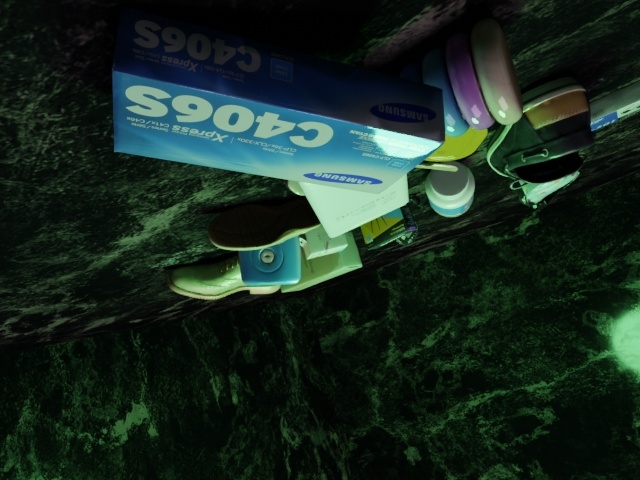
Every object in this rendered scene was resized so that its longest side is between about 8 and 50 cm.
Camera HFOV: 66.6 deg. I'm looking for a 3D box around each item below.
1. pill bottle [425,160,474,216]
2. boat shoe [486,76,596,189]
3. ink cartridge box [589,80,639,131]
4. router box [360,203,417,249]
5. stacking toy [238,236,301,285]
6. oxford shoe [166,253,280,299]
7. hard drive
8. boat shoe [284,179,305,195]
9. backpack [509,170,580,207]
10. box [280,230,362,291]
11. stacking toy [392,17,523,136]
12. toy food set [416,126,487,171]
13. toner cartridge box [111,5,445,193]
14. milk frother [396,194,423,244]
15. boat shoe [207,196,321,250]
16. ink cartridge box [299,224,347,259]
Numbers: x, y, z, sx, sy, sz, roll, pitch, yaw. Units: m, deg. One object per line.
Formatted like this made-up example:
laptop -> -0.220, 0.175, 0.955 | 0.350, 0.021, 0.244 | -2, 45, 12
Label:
pill bottle -> 0.340, -0.136, 1.278 | 0.124, 0.124, 0.221 | -19, 170, 14
boat shoe -> 0.500, -0.201, 1.119 | 0.187, 0.155, 0.500 | -20, 170, 11
ink cartridge box -> 0.686, -0.310, 1.121 | 0.207, 0.046, 0.097 | -23, 167, 31
router box -> 0.186, -0.062, 1.406 | 0.046, 0.133, 0.179 | -9, 167, -36
stacking toy -> -0.118, 0.033, 1.461 | 0.175, 0.165, 0.302 | -3, -177, 10
oxford shoe -> -0.300, 0.094, 1.603 | 0.397, 0.140, 0.146 | -3, 133, -34
hard drive -> 0.080, -0.112, 1.026 | 0.210, 0.040, 0.318 | -25, 158, 3
boat shoe -> -0.031, -0.122, 1.023 | 0.043, 0.049, 0.137 | 25, -163, 35
backpack -> 0.652, -0.195, 1.421 | 0.115, 0.151, 0.182 | -2, 157, -39
box -> -0.015, 0.080, 1.805 | 0.311, 0.147, 0.121 | -26, 165, 35
stacking toy -> 0.109, -0.190, 0.715 | 0.330, 0.141, 0.141 | -14, 172, 30
toy food set -> 0.236, -0.209, 0.936 | 0.128, 0.071, 0.218 | 3, 166, -2
toner cartridge box -> -0.050, -0.139, 0.562 | 0.348, 0.075, 0.165 | 7, 163, -20
milk frother -> 0.249, -0.078, 1.549 | 0.143, 0.129, 0.135 | -43, -149, -9
boat shoe -> -0.128, -0.033, 1.174 | 0.302, 0.109, 0.098 | -17, 170, -29
ink cartridge box -> 0.000, 0.000, 1.561 | 0.143, 0.089, 0.092 | -14, 169, -13
